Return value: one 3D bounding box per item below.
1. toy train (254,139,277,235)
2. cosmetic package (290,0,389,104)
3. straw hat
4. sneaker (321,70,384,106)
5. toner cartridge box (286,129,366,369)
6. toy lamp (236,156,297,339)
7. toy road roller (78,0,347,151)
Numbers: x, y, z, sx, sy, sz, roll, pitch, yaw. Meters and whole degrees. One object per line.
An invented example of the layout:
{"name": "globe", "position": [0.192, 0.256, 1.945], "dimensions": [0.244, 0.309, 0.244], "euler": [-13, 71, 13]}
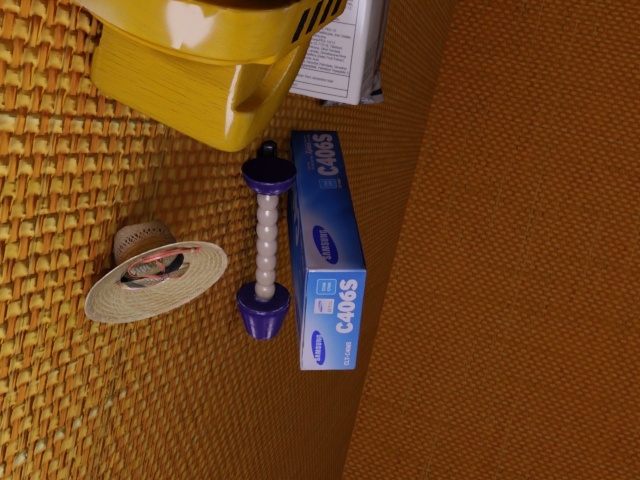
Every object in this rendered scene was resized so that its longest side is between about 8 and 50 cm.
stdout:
{"name": "toy train", "position": [-0.074, -0.068, 1.168], "dimensions": [0.036, 0.027, 0.158], "euler": [-78, 175, -56]}
{"name": "cosmetic package", "position": [0.002, -0.316, 0.914], "dimensions": [0.129, 0.153, 0.296], "euler": [-63, 165, -53]}
{"name": "straw hat", "position": [-0.157, 0.014, 0.765], "dimensions": [0.144, 0.144, 0.061], "euler": [72, -9, -69]}
{"name": "sneaker", "position": [0.053, -0.275, 1.420], "dimensions": [0.235, 0.090, 0.094], "euler": [-49, 139, -73]}
{"name": "toner cartridge box", "position": [0.000, 0.000, 1.166], "dimensions": [0.348, 0.075, 0.165], "euler": [-98, -171, -55]}
{"name": "toy lamp", "position": [-0.075, 0.020, 1.150], "dimensions": [0.080, 0.080, 0.274], "euler": [-60, 159, -54]}
{"name": "toy road roller", "position": [-0.058, -0.222, 0.647], "dimensions": [0.329, 0.203, 0.240], "euler": [-51, 166, -53]}
